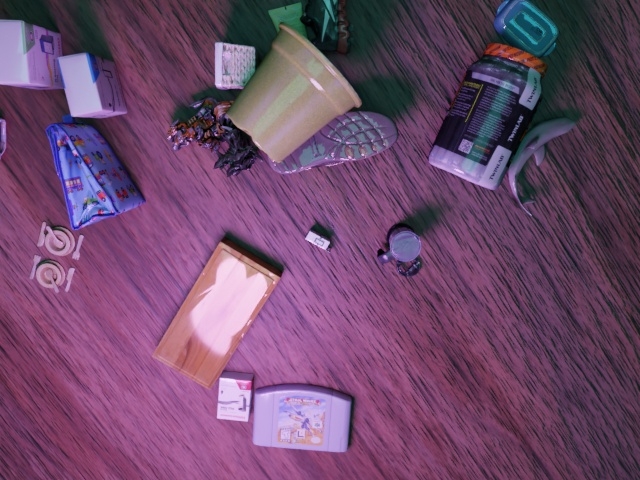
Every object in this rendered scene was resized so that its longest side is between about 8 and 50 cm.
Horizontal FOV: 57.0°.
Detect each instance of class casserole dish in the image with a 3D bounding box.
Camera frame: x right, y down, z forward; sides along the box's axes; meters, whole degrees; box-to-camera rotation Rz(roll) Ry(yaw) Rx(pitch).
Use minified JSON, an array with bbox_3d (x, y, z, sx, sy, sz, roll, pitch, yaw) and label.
[{"bbox_3d":[0.551,-0.566,1.564,0.188,0.037,0.114,39,101,-6],"label":"casserole dish"}]

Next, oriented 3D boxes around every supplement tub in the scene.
[{"bbox_3d":[0.436,-0.319,1.531,0.207,0.207,0.338,23,102,-2],"label":"supplement tub"}]

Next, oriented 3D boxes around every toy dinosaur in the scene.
[{"bbox_3d":[-0.256,-0.302,1.600,0.322,0.164,0.218,-21,83,28],"label":"toy dinosaur"}]

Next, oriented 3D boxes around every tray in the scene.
[{"bbox_3d":[-0.305,0.218,1.736,0.203,0.076,0.410,32,102,-4],"label":"tray"}]

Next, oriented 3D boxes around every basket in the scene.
[{"bbox_3d":[-0.219,-0.456,1.554,0.103,0.167,0.113,1,102,-4],"label":"basket"}]

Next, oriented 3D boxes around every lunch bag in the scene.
[{"bbox_3d":[-0.620,-0.201,1.589,0.138,0.221,0.293,-19,100,6],"label":"lunch bag"}]

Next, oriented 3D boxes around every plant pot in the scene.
[{"bbox_3d":[-0.084,-0.340,1.446,0.276,0.276,0.254,44,95,-6],"label":"plant pot"}]

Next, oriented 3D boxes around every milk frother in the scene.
[{"bbox_3d":[0.241,0.038,1.646,0.143,0.135,0.129,36,101,-5],"label":"milk frother"}]

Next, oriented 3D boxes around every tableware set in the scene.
[{"bbox_3d":[-0.788,0.055,1.740,0.128,0.039,0.194,19,101,-2],"label":"tableware set"}]

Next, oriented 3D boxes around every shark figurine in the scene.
[{"bbox_3d":[0.563,-0.223,1.595,0.166,0.116,0.278,23,99,-1],"label":"shark figurine"}]

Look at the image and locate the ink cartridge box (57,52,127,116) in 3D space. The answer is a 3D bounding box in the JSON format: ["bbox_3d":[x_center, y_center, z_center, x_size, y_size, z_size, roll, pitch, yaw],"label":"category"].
[{"bbox_3d":[-0.598,-0.405,1.558,0.086,0.203,0.148,-11,101,2],"label":"ink cartridge box"}]

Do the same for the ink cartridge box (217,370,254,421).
[{"bbox_3d":[-0.259,0.474,1.793,0.099,0.056,0.135,5,101,0],"label":"ink cartridge box"}]

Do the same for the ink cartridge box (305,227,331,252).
[{"bbox_3d":[0.000,0.000,1.692,0.083,0.048,0.028,29,101,-5],"label":"ink cartridge box"}]

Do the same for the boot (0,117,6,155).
[{"bbox_3d":[-0.969,-0.237,1.659,0.123,0.095,0.258,18,100,6],"label":"boot"}]

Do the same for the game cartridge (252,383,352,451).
[{"bbox_3d":[-0.057,0.539,1.801,0.297,0.062,0.198,4,106,2],"label":"game cartridge"}]

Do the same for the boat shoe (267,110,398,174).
[{"bbox_3d":[0.033,-0.269,1.599,0.356,0.130,0.132,-9,97,10],"label":"boat shoe"}]

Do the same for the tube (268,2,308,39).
[{"bbox_3d":[-0.061,-0.515,1.592,0.062,0.070,0.240,-12,98,42],"label":"tube"}]

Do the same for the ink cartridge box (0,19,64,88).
[{"bbox_3d":[-0.762,-0.481,1.545,0.093,0.212,0.154,0,100,-1],"label":"ink cartridge box"}]

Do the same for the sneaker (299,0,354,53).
[{"bbox_3d":[0.009,-0.626,1.538,0.135,0.097,0.276,-6,102,-3],"label":"sneaker"}]
